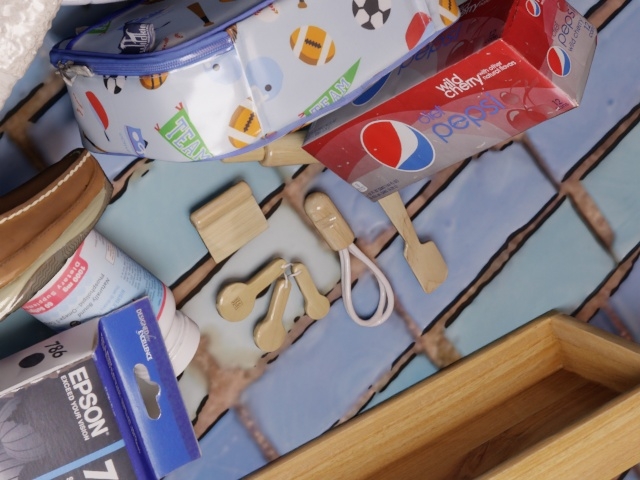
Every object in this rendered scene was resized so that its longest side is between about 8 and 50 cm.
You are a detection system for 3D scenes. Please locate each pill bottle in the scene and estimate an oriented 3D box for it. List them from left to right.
[{"bbox_3d":[-0.178,0.052,1.528,0.160,0.087,0.087,40,81,-30],"label":"pill bottle"}]

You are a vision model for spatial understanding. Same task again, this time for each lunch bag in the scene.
[{"bbox_3d":[-0.061,-0.162,1.460,0.303,0.243,0.115,-29,112,-27],"label":"lunch bag"}]

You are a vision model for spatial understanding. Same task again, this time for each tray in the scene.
[{"bbox_3d":[0.116,0.204,1.662,0.411,0.203,0.076,-26,114,-22],"label":"tray"}]

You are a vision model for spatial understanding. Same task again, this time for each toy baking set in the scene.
[{"bbox_3d":[-0.001,-0.006,1.651,0.256,0.030,0.196,-10,109,-27],"label":"toy baking set"}]

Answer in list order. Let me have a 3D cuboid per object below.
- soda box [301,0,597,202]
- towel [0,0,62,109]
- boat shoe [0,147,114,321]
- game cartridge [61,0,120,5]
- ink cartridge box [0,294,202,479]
[{"bbox_3d":[0.103,-0.123,1.523,0.092,0.263,0.083,38,54,-22],"label":"soda box"},{"bbox_3d":[-0.342,-0.172,1.327,0.282,0.049,0.187,28,98,-3],"label":"towel"},{"bbox_3d":[-0.299,0.027,1.370,0.324,0.122,0.120,-41,103,-20],"label":"boat shoe"},{"bbox_3d":[-0.246,-0.278,1.386,0.294,0.060,0.196,9,94,-11],"label":"game cartridge"},{"bbox_3d":[-0.249,0.184,1.449,0.333,0.065,0.165,-26,116,-18],"label":"ink cartridge box"}]
